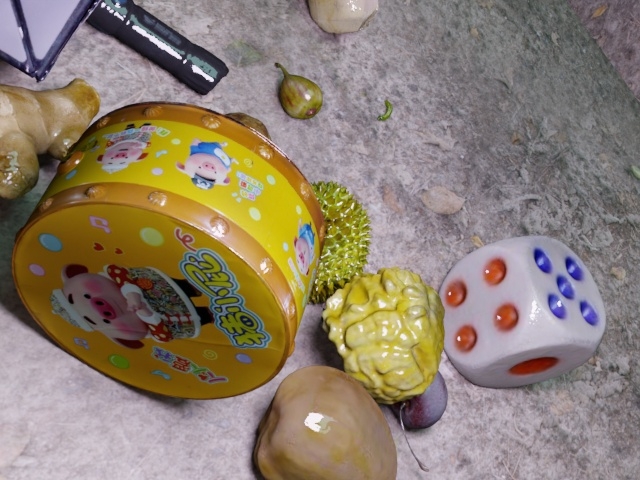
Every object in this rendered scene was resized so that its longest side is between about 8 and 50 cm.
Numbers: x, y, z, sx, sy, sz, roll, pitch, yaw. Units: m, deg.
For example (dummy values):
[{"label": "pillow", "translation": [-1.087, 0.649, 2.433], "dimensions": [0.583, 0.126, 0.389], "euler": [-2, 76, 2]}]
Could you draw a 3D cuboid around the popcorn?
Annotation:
[{"label": "popcorn", "translation": [0.110, 0.165, 1.593], "dimensions": [0.249, 0.225, 0.250], "euler": [-7, 90, -79]}]

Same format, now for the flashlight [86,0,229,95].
[{"label": "flashlight", "translation": [-0.365, -0.415, 1.709], "dimensions": [0.423, 0.103, 0.103], "euler": [32, 45, -23]}]

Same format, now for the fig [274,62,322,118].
[{"label": "fig", "translation": [-0.069, -0.324, 1.942], "dimensions": [0.166, 0.093, 0.093], "euler": [35, 36, 24]}]

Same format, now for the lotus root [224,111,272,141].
[{"label": "lotus root", "translation": [-0.182, -0.151, 1.665], "dimensions": [0.145, 0.128, 0.260], "euler": [36, 37, 3]}]

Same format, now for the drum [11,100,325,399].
[{"label": "drum", "translation": [-0.210, 0.028, 1.303], "dimensions": [0.431, 0.431, 0.214], "euler": [36, 43, -17]}]

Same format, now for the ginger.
[{"label": "ginger", "translation": [-0.478, -0.180, 1.388], "dimensions": [0.375, 0.166, 0.236], "euler": [-14, 39, -37]}]

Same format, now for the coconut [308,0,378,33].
[{"label": "coconut", "translation": [0.056, -0.597, 2.150], "dimensions": [0.194, 0.194, 0.194], "euler": [23, 49, -29]}]

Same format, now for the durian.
[{"label": "durian", "translation": [0.000, -0.004, 1.700], "dimensions": [0.200, 0.176, 0.237], "euler": [5, 69, -17]}]

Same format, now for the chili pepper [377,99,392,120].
[{"label": "chili pepper", "translation": [0.157, -0.310, 2.158], "dimensions": [0.030, 0.017, 0.083], "euler": [42, 43, -9]}]

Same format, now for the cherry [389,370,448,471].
[{"label": "cherry", "translation": [0.198, 0.316, 1.704], "dimensions": [0.188, 0.115, 0.148], "euler": [62, 3, 0]}]

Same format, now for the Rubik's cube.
[{"label": "Rubik's cube", "translation": [-0.479, -0.481, 1.434], "dimensions": [0.310, 0.307, 0.305], "euler": [33, 16, -20]}]

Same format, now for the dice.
[{"label": "dice", "translation": [0.418, 0.151, 1.889], "dimensions": [0.243, 0.259, 0.251], "euler": [16, 52, -36]}]

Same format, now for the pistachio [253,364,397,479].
[{"label": "pistachio", "translation": [0.023, 0.331, 1.485], "dimensions": [0.260, 0.163, 0.213], "euler": [31, 84, -20]}]
